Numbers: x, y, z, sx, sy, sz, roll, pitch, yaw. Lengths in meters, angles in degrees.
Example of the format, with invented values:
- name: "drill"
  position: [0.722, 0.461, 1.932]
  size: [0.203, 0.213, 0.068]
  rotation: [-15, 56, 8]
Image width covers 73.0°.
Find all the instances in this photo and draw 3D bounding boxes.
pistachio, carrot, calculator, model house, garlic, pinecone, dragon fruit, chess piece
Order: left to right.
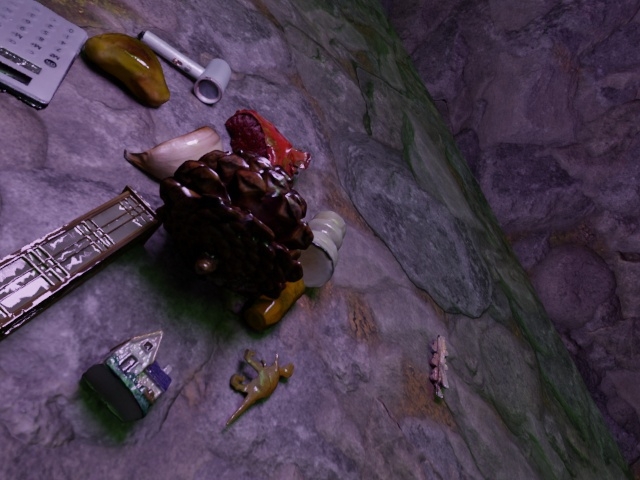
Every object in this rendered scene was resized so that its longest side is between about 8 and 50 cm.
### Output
- name: "calculator"
  position: [-0.554, -0.366, 0.811]
  size: [0.161, 0.021, 0.262]
  rotation: [27, 43, -33]
- name: "pistachio"
  position: [-0.401, -0.380, 0.933]
  size: [0.189, 0.100, 0.110]
  rotation: [35, 44, -24]
- name: "model house"
  position: [-0.264, 0.192, 0.634]
  size: [0.101, 0.087, 0.100]
  rotation: [54, 36, -7]
- name: "garlic"
  position: [-0.276, -0.180, 0.907]
  size: [0.206, 0.115, 0.128]
  rotation: [-32, 94, -52]
- name: "pinecone"
  position: [-0.143, -0.034, 0.794]
  size: [0.298, 0.242, 0.296]
  rotation: [58, 8, -27]
- name: "dragon fruit"
  position: [-0.113, -0.225, 1.118]
  size: [0.211, 0.134, 0.262]
  rotation: [0, 62, -53]
- name: "carrot"
  position: [-0.091, 0.119, 0.904]
  size: [0.082, 0.082, 0.173]
  rotation: [52, 39, -4]
- name: "chess piece"
  position: [0.000, 0.000, 1.080]
  size: [0.133, 0.133, 0.243]
  rotation: [48, 31, -10]

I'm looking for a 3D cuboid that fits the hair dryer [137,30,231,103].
- name: "hair dryer"
  position: [-0.348, -0.456, 1.106]
  size: [0.236, 0.073, 0.131]
  rotation: [27, 41, -21]

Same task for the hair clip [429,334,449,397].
- name: "hair clip"
  position: [0.344, 0.362, 1.247]
  size: [0.062, 0.056, 0.214]
  rotation: [30, 30, -6]

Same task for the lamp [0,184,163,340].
- name: "lamp"
  position: [-0.378, 0.032, 0.633]
  size: [0.089, 0.090, 0.325]
  rotation: [48, 34, -8]

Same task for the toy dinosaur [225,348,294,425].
- name: "toy dinosaur"
  position: [-0.106, 0.276, 0.795]
  size: [0.126, 0.039, 0.162]
  rotation: [35, 41, -28]
